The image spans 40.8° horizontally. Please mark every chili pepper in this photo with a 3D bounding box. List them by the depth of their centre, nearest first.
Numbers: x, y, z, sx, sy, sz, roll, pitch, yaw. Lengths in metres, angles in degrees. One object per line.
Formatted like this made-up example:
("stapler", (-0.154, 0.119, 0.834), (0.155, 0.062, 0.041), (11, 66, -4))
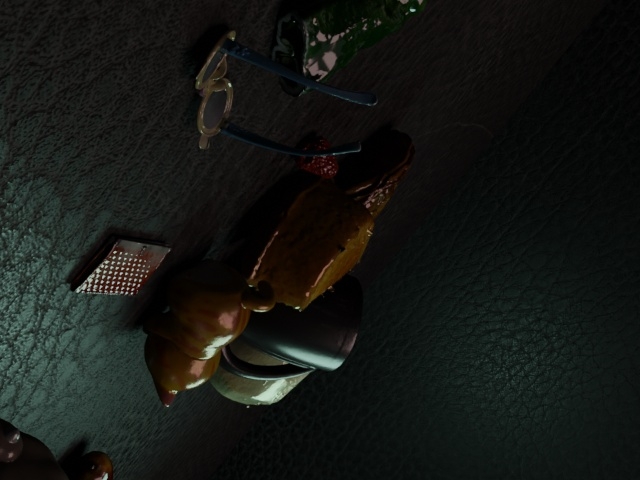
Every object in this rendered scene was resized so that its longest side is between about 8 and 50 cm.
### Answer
("chili pepper", (0.053, -0.317, 1.202), (0.270, 0.099, 0.136), (-35, 139, -26))

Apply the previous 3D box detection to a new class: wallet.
("wallet", (-0.294, 0.040, 1.292), (0.103, 0.020, 0.196), (-49, 168, 5))

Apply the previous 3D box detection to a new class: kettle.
("kettle", (-0.092, 0.167, 1.780), (0.268, 0.290, 0.207), (-71, -158, 6))

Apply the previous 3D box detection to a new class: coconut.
("coconut", (-0.133, 0.242, 1.980), (0.247, 0.245, 0.245), (-44, 170, 18))

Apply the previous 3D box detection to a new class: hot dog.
("hot dog", (0.116, -0.135, 1.946), (0.272, 0.122, 0.196), (-40, 171, -27))

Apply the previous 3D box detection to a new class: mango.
("mango", (-0.537, 0.560, 1.897), (0.267, 0.111, 0.133), (-47, -179, 22))

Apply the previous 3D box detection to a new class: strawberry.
("strawberry", (-0.002, -0.151, 1.574), (0.073, 0.083, 0.073), (-54, 174, -8))

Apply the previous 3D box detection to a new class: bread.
("bread", (-0.007, -0.019, 1.693), (0.340, 0.194, 0.179), (-38, 163, -55))

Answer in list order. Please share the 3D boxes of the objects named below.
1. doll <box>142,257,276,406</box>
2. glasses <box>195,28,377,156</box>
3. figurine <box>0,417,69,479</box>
("doll", (-0.227, 0.156, 1.576), (0.269, 0.162, 0.167), (-51, 167, 31))
("glasses", (-0.046, -0.182, 1.085), (0.189, 0.221, 0.088), (104, -8, -64))
("figurine", (-0.521, 0.425, 1.299), (0.380, 0.248, 0.203), (-39, 178, 25))
